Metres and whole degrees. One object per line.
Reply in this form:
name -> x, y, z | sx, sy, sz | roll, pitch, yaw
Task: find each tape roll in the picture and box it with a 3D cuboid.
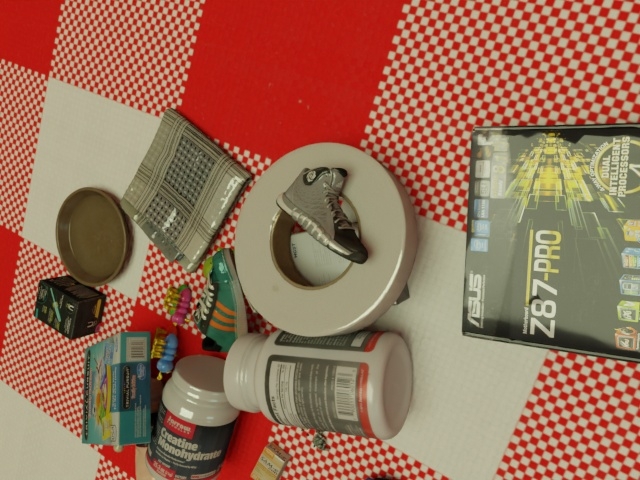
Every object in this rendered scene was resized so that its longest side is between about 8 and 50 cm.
tape roll -> 0.000, 0.000, 1.123 | 0.392, 0.072, 0.392 | -5, 80, 29

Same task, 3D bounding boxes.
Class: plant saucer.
plant saucer -> -0.633, -0.010, 1.571 | 0.278, 0.041, 0.278 | 2, 95, 27

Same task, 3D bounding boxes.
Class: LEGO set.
LEGO set -> -0.013, 0.461, 1.307 | 0.083, 0.023, 0.054 | 18, 103, 24

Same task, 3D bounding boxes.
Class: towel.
towel -> -0.356, -0.121, 1.410 | 0.312, 0.056, 0.324 | 41, 112, 18

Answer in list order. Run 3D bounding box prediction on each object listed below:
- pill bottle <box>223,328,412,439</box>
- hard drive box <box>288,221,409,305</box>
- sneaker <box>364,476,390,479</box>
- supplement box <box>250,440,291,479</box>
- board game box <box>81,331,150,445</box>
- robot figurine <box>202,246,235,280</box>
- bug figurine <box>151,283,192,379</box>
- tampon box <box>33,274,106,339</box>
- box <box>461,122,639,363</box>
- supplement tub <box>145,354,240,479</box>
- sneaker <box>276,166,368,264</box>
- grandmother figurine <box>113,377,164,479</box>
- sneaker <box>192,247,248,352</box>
pill bottle -> -0.008, 0.288, 1.184 | 0.363, 0.210, 0.210 | -1, 94, 28
hard drive box -> 0.054, 0.055, 1.197 | 0.232, 0.089, 0.181 | -9, 90, 27
sneaker -> 0.145, 0.632, 1.211 | 0.090, 0.081, 0.232 | -6, 92, 32
supplement box -> -0.121, 0.548, 1.364 | 0.062, 0.036, 0.098 | 32, 108, 20
board game box -> -0.522, 0.380, 1.421 | 0.336, 0.079, 0.254 | -25, 64, 51
robot figurine -> -0.231, 0.065, 1.329 | 0.067, 0.115, 0.101 | 16, 101, 26
bug figurine -> -0.363, 0.214, 1.378 | 0.072, 0.279, 0.216 | 15, 85, -14
tampon box -> -0.710, 0.187, 1.594 | 0.161, 0.101, 0.120 | 23, 106, 23
box -> 0.426, -0.005, 0.998 | 0.318, 0.097, 0.395 | 6, 98, 30
supplement tub -> -0.301, 0.437, 1.359 | 0.191, 0.191, 0.272 | 24, 105, 23
sneaker -> 0.024, -0.065, 1.033 | 0.228, 0.086, 0.132 | 39, 99, 30
grandmother figurine -> -0.455, 0.539, 1.507 | 0.208, 0.104, 0.342 | -3, 91, 0
sneaker -> -0.231, 0.150, 1.265 | 0.121, 0.108, 0.302 | -8, 128, -10
